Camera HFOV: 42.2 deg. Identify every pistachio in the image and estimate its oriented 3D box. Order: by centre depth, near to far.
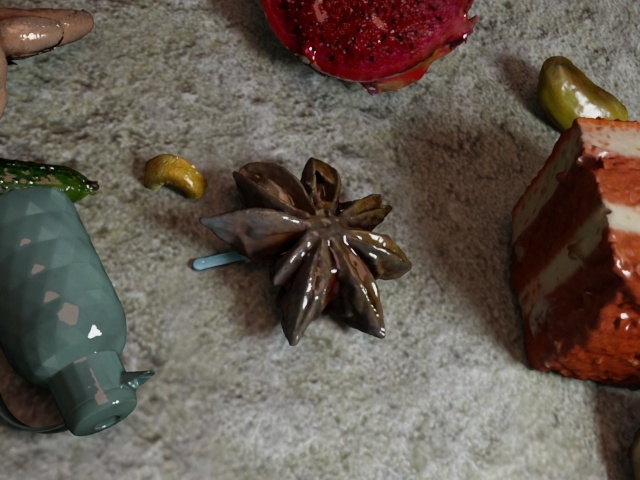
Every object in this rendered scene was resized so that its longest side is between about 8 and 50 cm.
[{"bbox_3d":[0.456,-0.245,1.484,0.189,0.100,0.110,37,76,-10],"label":"pistachio"}]

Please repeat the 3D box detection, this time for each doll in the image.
[{"bbox_3d":[-0.446,-0.254,1.167,0.201,0.156,0.303,3,20,33],"label":"doll"}]

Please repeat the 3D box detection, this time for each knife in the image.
[{"bbox_3d":[-0.131,0.026,1.144,0.096,0.010,0.027,-13,67,-24],"label":"knife"}]

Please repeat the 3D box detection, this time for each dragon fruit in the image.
[{"bbox_3d":[0.099,-0.433,1.362,0.386,0.371,0.249,40,18,10],"label":"dragon fruit"}]

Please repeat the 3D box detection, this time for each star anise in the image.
[{"bbox_3d":[-0.014,0.008,1.137,0.315,0.108,0.316,10,60,-17],"label":"star anise"}]

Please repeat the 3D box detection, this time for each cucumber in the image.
[{"bbox_3d":[-0.406,-0.075,1.085,0.227,0.069,0.069,3,56,-23],"label":"cucumber"}]

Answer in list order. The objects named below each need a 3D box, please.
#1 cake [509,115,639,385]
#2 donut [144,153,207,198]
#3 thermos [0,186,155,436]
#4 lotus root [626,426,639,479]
[{"bbox_3d":[0.440,0.017,1.190,0.269,0.269,0.320,8,53,-13],"label":"cake"},{"bbox_3d":[-0.207,-0.085,1.181,0.083,0.067,0.038,43,39,-28],"label":"donut"},{"bbox_3d":[-0.318,0.094,0.958,0.182,0.145,0.287,-30,69,1],"label":"thermos"},{"bbox_3d":[0.586,0.296,1.046,0.249,0.316,0.316,15,52,-29],"label":"lotus root"}]
